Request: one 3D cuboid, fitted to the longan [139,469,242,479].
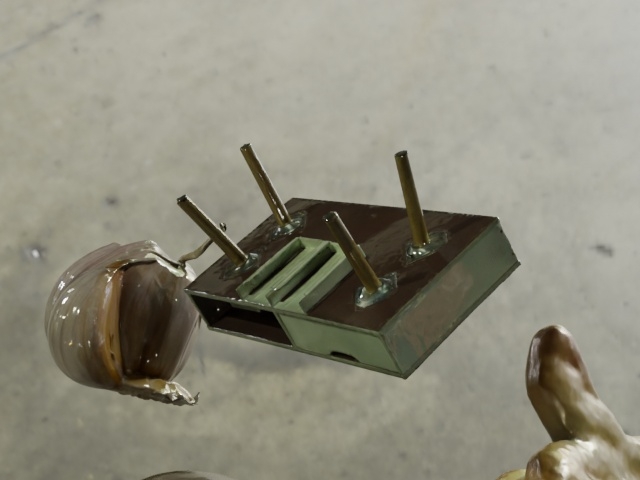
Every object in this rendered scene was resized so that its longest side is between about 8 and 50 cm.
[{"bbox_3d":[-0.103,0.268,1.074,0.198,0.212,0.198,18,47,-20],"label":"longan"}]

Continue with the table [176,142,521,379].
[{"bbox_3d":[0.000,0.000,1.008,0.121,0.111,0.240,-42,27,-26],"label":"table"}]

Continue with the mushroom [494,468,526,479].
[{"bbox_3d":[0.182,0.259,1.262,0.148,0.148,0.112,-5,53,12],"label":"mushroom"}]

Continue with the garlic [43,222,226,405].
[{"bbox_3d":[-0.172,0.091,1.565,0.257,0.207,0.207,-23,42,25],"label":"garlic"}]

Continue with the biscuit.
[{"bbox_3d":[0.218,0.178,1.077,0.047,0.208,0.164,-25,42,32],"label":"biscuit"}]
